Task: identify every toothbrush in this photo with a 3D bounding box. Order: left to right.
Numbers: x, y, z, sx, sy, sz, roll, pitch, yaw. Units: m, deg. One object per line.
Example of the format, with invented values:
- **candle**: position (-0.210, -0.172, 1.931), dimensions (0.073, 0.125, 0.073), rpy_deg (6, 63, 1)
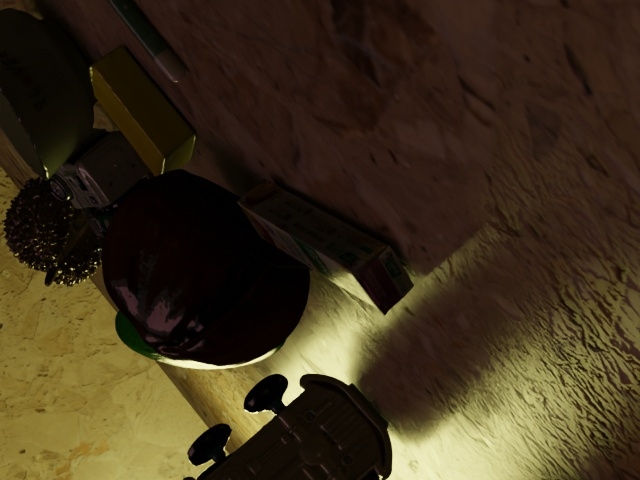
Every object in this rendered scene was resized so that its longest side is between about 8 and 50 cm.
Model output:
- **toothbrush**: position (-0.204, -0.244, 1.034), dimensions (0.257, 0.018, 0.024), rpy_deg (51, 168, 1)

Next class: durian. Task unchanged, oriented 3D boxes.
- **durian**: position (-0.435, -0.010, 1.925), dimensions (0.196, 0.196, 0.167), rpy_deg (52, 142, -2)

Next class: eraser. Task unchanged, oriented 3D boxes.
- **eraser**: position (-0.184, -0.129, 1.193), dimensions (0.122, 0.045, 0.097), rpy_deg (51, 166, 3)

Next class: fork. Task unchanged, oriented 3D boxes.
- **fork**: position (-0.050, 0.013, 1.028), dimensions (0.235, 0.021, 0.039), rpy_deg (27, 178, -19)

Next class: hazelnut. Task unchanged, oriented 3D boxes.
- **hazelnut**: position (-0.115, 0.031, 1.115), dimensions (0.204, 0.178, 0.178), rpy_deg (43, 167, -11)

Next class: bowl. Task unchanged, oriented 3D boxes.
- **bowl**: position (-0.340, -0.187, 1.374), dimensions (0.211, 0.112, 0.211), rpy_deg (47, 160, 23)

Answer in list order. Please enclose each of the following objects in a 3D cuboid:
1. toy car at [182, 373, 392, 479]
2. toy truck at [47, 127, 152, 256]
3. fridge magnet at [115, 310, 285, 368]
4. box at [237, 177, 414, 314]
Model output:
- **toy car**: position (-0.033, 0.285, 1.341), dimensions (0.204, 0.248, 0.198), rpy_deg (47, 169, 16)
- **toy truck**: position (-0.231, -0.022, 1.471), dimensions (0.124, 0.114, 0.253), rpy_deg (4, 132, 52)
- **fridge magnet**: position (-0.143, 0.101, 1.394), dimensions (0.208, 0.208, 0.088), rpy_deg (82, -171, -62)
- **box**: position (0.000, 0.000, 0.961), dimensions (0.207, 0.041, 0.050), rpy_deg (31, 157, 55)
